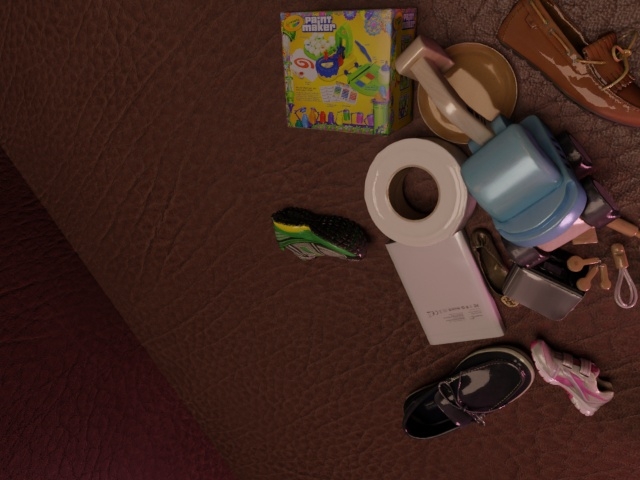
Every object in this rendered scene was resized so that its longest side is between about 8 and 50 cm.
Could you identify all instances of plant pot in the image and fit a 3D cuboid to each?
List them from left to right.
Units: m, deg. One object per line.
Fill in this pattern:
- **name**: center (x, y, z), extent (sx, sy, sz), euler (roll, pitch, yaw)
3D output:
- **plant pot**: center (0.354, -0.354, 1.162), extent (0.236, 0.032, 0.236), euler (14, 120, 26)

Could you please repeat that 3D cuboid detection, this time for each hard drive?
- **hard drive**: center (0.362, 0.134, 1.399), extent (0.233, 0.047, 0.353), euler (-17, 104, 36)

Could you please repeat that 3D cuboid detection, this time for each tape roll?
- **tape roll**: center (0.262, -0.129, 1.262), extent (0.286, 0.100, 0.286), euler (10, 108, 32)

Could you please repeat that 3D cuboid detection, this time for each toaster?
- **toaster**: center (0.549, 0.087, 1.181), extent (0.186, 0.168, 0.110), euler (28, 127, 16)

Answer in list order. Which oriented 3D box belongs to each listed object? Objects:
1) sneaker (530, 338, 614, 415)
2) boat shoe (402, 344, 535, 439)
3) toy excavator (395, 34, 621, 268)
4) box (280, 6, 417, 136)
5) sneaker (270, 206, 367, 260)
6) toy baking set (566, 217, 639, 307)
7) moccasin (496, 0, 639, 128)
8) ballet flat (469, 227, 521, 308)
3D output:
- **sneaker**: center (0.678, 0.349, 1.288), extent (0.252, 0.103, 0.111), euler (41, 124, -1)
- **boat shoe**: center (0.435, 0.483, 1.466), extent (0.187, 0.156, 0.500), euler (49, 128, 3)
- **toy excavator**: center (0.375, -0.211, 1.037), extent (0.445, 0.433, 0.222), euler (25, 133, -31)
- **box**: center (0.072, -0.429, 1.205), extent (0.290, 0.177, 0.279), euler (13, 120, 27)
- **sneaker**: center (0.000, 0.000, 1.519), extent (0.344, 0.134, 0.146), euler (18, 129, 34)
- **toy baking set**: center (0.669, 0.042, 1.092), extent (0.256, 0.030, 0.196), euler (21, 83, -3)
- **moccasin**: center (0.550, -0.373, 0.977), extent (0.380, 0.139, 0.147), euler (48, 138, 14)
- **ballet flat**: center (0.473, 0.083, 1.296), extent (0.084, 0.058, 0.249), euler (-21, 101, 38)
